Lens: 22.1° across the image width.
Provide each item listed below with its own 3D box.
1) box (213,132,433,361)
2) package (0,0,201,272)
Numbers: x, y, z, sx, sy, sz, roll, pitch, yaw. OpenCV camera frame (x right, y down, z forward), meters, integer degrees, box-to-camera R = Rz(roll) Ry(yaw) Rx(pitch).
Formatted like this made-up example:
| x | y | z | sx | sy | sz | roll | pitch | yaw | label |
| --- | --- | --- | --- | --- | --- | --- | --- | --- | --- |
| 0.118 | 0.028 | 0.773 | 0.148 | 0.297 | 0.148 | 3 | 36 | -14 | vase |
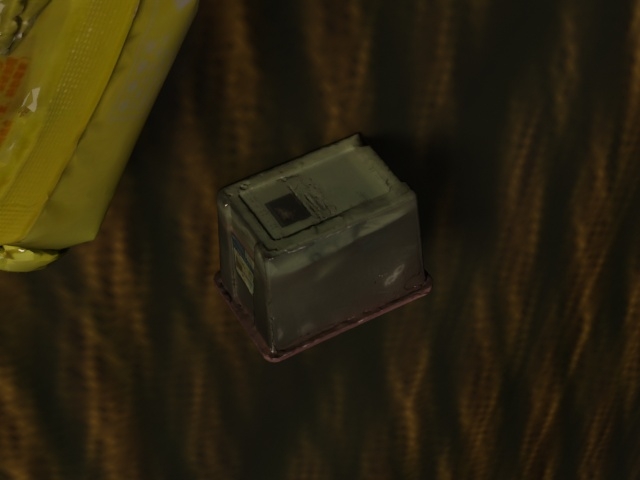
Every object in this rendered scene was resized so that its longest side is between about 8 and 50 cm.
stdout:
| x | y | z | sx | sy | sz | roll | pitch | yaw | label |
| --- | --- | --- | --- | --- | --- | --- | --- | --- | --- |
| 0.000 | 0.000 | 0.707 | 0.085 | 0.060 | 0.063 | -22 | 137 | -18 | box |
| -0.097 | -0.073 | 0.479 | 0.168 | 0.090 | 0.226 | -3 | 124 | -57 | package |
